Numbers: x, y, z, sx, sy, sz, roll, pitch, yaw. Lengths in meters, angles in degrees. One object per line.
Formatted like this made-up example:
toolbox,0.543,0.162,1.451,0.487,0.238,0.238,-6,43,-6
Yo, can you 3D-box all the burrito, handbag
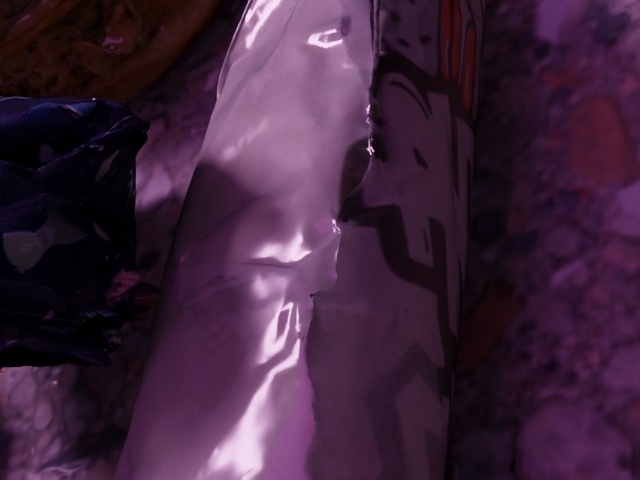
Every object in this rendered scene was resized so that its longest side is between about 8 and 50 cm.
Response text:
burrito,0.000,0.000,0.684,0.139,0.101,0.445,-27,43,46
handbag,-0.153,-0.002,0.722,0.260,0.162,0.113,-178,91,-75

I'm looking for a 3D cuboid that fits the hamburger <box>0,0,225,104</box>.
hamburger,-0.169,-0.171,0.893,0.260,0.211,0.245,-35,48,9
